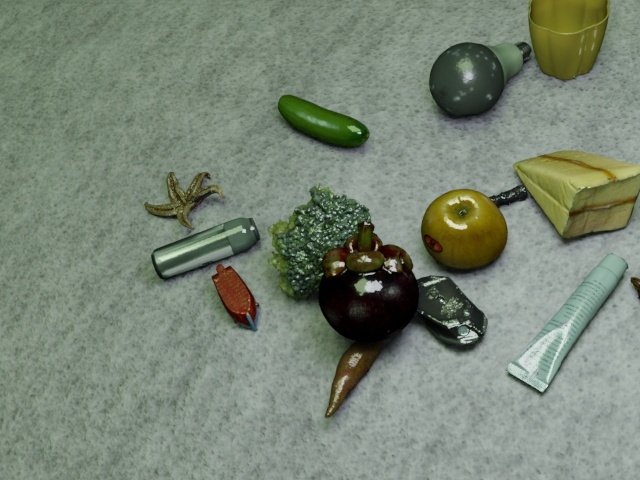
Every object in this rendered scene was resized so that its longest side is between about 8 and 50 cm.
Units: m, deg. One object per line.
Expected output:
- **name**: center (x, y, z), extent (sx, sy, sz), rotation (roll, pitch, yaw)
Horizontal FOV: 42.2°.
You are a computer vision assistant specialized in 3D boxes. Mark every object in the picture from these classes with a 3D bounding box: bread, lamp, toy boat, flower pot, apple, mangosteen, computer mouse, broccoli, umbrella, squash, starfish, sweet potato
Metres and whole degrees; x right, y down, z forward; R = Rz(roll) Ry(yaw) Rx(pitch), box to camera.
- **bread**: center (0.544, -0.152, 1.784), extent (0.168, 0.163, 0.264), rotation (-15, 49, -13)
- **lamp**: center (0.395, -0.412, 2.067), extent (0.182, 0.181, 0.314), rotation (24, 33, 29)
- **toy boat**: center (-0.186, 0.129, 1.850), extent (0.069, 0.058, 0.173), rotation (-31, 59, -8)
- **flower pot**: center (0.606, -0.505, 2.042), extent (0.195, 0.179, 0.195), rotation (-6, 52, 8)
- **apple**: center (0.305, -0.026, 1.773), extent (0.183, 0.155, 0.182), rotation (-7, 51, 9)
- **mangosteen**: center (0.093, 0.077, 1.657), extent (0.212, 0.249, 0.211), rotation (-5, 24, 2)
- **computer mouse**: center (0.259, 0.147, 1.714), extent (0.106, 0.062, 0.192), rotation (-38, 59, -16)
- **broccoli**: center (0.000, 0.000, 1.842), extent (0.247, 0.262, 0.243), rotation (4, 19, -22)
- **umbrella**: center (0.396, -0.088, 1.870), extent (0.144, 0.040, 0.037), rotation (-19, 44, -4)
- **squash**: center (0.002, -0.299, 2.110), extent (0.293, 0.082, 0.082), rotation (26, 64, 32)
- **starfish**: center (-0.339, -0.092, 2.062), extent (0.213, 0.057, 0.238), rotation (-21, 47, 8)
- **sweet potato**: center (0.058, 0.266, 1.673), extent (0.068, 0.068, 0.226), rotation (21, 55, 28)

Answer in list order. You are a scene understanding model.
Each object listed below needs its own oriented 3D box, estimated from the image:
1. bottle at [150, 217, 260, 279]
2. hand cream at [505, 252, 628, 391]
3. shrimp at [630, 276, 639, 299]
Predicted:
- **bottle**: center (-0.268, 0.015, 1.950), extent (0.254, 0.079, 0.096), rotation (-21, 13, 0)
- **hand cream**: center (0.498, 0.154, 1.645), extent (0.085, 0.058, 0.331), rotation (32, 67, 30)
- **shrimp**: center (0.720, 0.136, 1.601), extent (0.145, 0.061, 0.267), rotation (-39, 50, -26)
